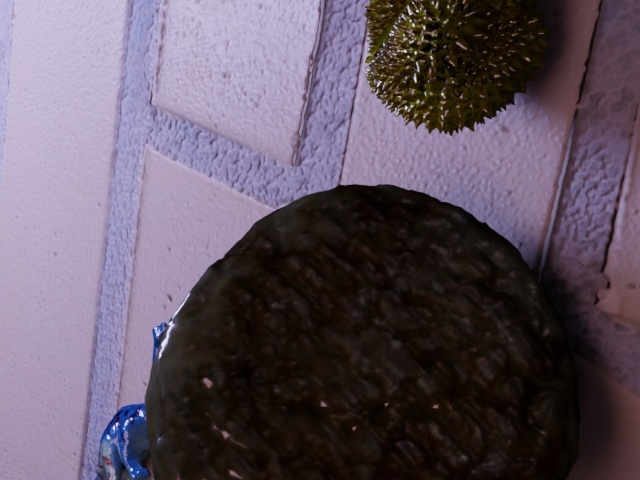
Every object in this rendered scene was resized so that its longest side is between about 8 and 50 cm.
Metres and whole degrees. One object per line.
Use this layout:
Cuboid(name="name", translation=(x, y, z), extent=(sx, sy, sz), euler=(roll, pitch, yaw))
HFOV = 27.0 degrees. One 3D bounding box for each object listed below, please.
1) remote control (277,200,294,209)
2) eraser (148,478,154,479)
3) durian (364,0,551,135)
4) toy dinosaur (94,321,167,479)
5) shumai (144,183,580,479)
Cuboid(name="remote control", translation=(0.000, 0.000, 1.370), extent=(0.122, 0.032, 0.074), euler=(13, 107, 47))
Cuboid(name="eraser", translation=(-0.065, 0.370, 1.366), extent=(0.089, 0.061, 0.352), euler=(-22, 121, 26))
Cuboid(name="durian", translation=(0.117, -0.188, 1.129), extent=(0.159, 0.146, 0.198), euler=(45, 124, 54))
Cuboid(name="toy dinosaur", translation=(-0.234, 0.261, 1.651), extent=(0.144, 0.076, 0.329), euler=(57, 131, 34))
Cuboid(name="shumai", translation=(0.025, 0.190, 1.205), extent=(0.395, 0.395, 0.348), euler=(56, 159, 26))
